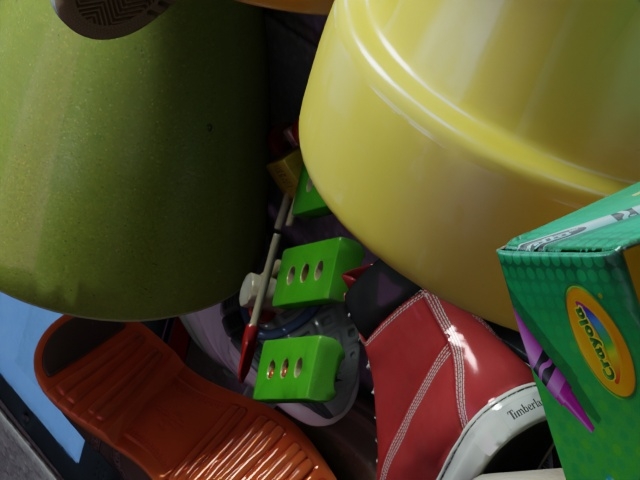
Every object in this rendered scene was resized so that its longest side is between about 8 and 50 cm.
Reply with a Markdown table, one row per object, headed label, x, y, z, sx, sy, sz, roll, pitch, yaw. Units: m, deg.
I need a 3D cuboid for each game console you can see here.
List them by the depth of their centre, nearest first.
| label | x | y | z | sx | sy | sz | roll | pitch | yaw |
| --- | --- | --- | --- | --- | --- | --- | --- | --- | --- |
| game console | -0.251 | 0.048 | 1.842 | 0.386 | 0.060 | 0.342 | 40 | 125 | 44 |

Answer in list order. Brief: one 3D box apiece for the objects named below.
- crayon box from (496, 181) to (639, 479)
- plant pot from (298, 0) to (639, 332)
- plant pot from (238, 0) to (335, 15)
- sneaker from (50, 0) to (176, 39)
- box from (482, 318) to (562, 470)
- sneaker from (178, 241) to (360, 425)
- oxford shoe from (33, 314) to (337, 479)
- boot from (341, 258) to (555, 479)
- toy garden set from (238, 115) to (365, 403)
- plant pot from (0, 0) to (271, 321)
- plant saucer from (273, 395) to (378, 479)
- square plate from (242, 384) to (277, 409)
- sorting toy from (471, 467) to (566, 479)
| label | x | y | z | sx | sy | sz | roll | pitch | yaw |
| --- | --- | --- | --- | --- | --- | --- | --- | --- | --- |
| crayon box | 0.221 | 0.030 | 0.725 | 0.081 | 0.278 | 0.165 | 1 | 112 | 63 |
| plant pot | 0.140 | -0.117 | 0.840 | 0.254 | 0.254 | 0.239 | 48 | 133 | 36 |
| plant pot | -0.011 | -0.260 | 1.072 | 0.205 | 0.205 | 0.188 | 42 | 131 | 43 |
| sneaker | -0.119 | -0.276 | 1.245 | 0.153 | 0.099 | 0.282 | 30 | 95 | 57 |
| box | 0.149 | 0.176 | 1.238 | 0.242 | 0.076 | 0.307 | 33 | 139 | 52 |
| sneaker | -0.052 | 0.067 | 1.525 | 0.297 | 0.111 | 0.129 | 48 | 151 | 47 |
| oxford shoe | -0.087 | 0.196 | 1.522 | 0.363 | 0.130 | 0.133 | 41 | 163 | 26 |
| boot | 0.057 | 0.114 | 1.181 | 0.176 | 0.088 | 0.244 | 55 | 145 | 27 |
| toy garden set | 0.000 | 0.000 | 1.301 | 0.204 | 0.049 | 0.244 | 167 | 117 | -68 |
| plant pot | -0.151 | -0.135 | 1.400 | 0.275 | 0.274 | 0.294 | 46 | 135 | 38 |
| plant saucer | 0.012 | 0.262 | 1.516 | 0.278 | 0.041 | 0.278 | 14 | 110 | 46 |
| square plate | -0.004 | 0.324 | 1.616 | 0.344 | 0.049 | 0.347 | 54 | 134 | 28 |
| sorting toy | 0.234 | 0.232 | 1.016 | 0.255 | 0.089 | 0.257 | -12 | 101 | 42 |
